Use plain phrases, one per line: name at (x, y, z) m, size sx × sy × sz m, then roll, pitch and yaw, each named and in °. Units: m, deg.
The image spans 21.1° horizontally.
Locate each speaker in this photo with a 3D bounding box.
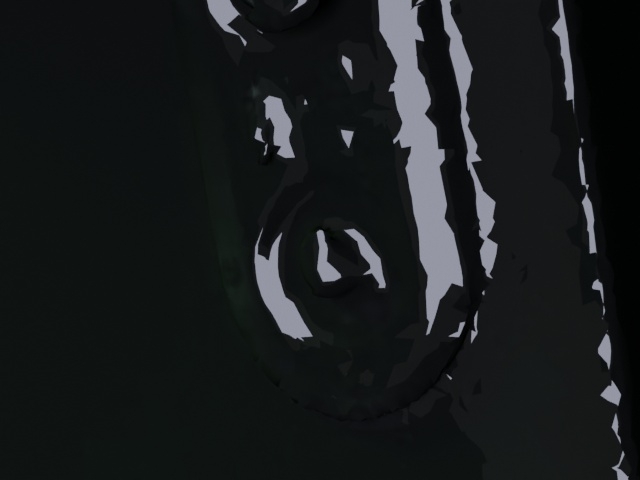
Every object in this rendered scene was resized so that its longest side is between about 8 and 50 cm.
speaker at (0.000, 0.000, 0.465) m, size 0.232 × 0.184 × 0.254 m, roll -4°, pitch 98°, yaw 33°
